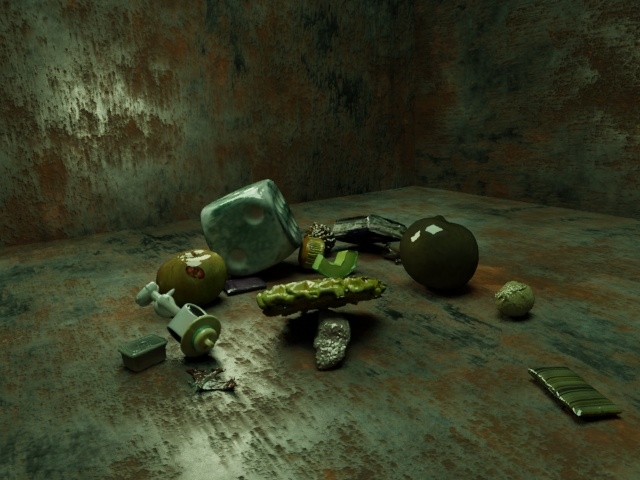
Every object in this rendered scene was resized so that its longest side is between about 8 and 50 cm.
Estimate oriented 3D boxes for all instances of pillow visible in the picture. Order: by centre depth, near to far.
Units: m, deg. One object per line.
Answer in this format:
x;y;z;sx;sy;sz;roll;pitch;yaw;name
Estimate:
0.590;0.352;1.201;0.113;0.038;0.203;-2;15;-8;pillow

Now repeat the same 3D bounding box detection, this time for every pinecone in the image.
0.000;0.000;2.475;0.173;0.174;0.173;-3;14;1;pinecone

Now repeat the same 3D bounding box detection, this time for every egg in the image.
0.632;0.190;1.665;0.140;0.116;0.118;-5;-13;-25;egg

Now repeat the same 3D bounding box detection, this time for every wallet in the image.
-0.310;0.179;2.059;0.165;0.030;0.111;-9;15;-26;wallet

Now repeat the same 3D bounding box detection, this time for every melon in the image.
0.059;0.100;2.141;0.209;0.118;0.064;2;-4;-33;melon

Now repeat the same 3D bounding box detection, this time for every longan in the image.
0.443;0.047;1.933;0.297;0.297;0.297;-3;14;1;longan

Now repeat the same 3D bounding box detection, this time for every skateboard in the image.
0.326;0.054;2.325;0.067;0.080;0.151;-17;17;-26;skateboard

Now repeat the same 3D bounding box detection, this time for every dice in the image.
-0.293;-0.058;2.220;0.348;0.330;0.328;-21;14;7;dice

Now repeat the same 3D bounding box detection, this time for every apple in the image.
-0.481;0.142;1.915;0.260;0.194;0.261;-5;13;1;apple

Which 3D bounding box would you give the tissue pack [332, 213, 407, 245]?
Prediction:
0.234;-0.041;2.468;0.245;0.123;0.332;15;-9;-28;tissue pack

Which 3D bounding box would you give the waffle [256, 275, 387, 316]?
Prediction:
0.013;0.176;1.623;0.382;0.095;0.379;-11;-13;21;waffle

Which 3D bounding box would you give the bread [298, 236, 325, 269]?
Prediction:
-0.042;0.055;2.266;0.114;0.132;0.190;9;10;-12;bread

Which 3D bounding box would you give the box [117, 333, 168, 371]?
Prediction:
-0.509;0.324;1.474;0.089;0.062;0.122;9;18;39;box

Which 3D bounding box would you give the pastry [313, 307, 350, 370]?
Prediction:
0.034;0.268;1.494;0.102;0.112;0.265;5;15;0;pastry

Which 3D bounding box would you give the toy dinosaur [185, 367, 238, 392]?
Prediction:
-0.295;0.363;1.346;0.220;0.032;0.108;5;19;37;toy dinosaur

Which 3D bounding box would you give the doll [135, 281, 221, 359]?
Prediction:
-0.428;0.233;1.516;0.144;0.271;0.208;-53;6;-15;doll
